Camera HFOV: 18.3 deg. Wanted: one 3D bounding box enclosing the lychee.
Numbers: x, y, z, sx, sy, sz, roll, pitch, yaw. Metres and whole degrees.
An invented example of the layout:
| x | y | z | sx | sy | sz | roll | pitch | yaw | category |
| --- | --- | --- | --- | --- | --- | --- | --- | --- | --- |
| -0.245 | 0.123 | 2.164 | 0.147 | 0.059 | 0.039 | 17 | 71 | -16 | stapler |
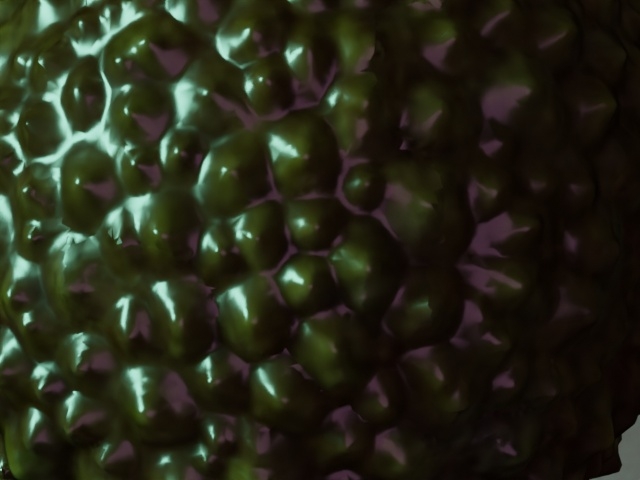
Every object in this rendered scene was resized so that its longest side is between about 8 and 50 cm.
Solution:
| x | y | z | sx | sy | sz | roll | pitch | yaw | category |
| --- | --- | --- | --- | --- | --- | --- | --- | --- | --- |
| 0.000 | 0.000 | 0.643 | 0.267 | 0.267 | 0.267 | 0 | 91 | -7 | lychee |
